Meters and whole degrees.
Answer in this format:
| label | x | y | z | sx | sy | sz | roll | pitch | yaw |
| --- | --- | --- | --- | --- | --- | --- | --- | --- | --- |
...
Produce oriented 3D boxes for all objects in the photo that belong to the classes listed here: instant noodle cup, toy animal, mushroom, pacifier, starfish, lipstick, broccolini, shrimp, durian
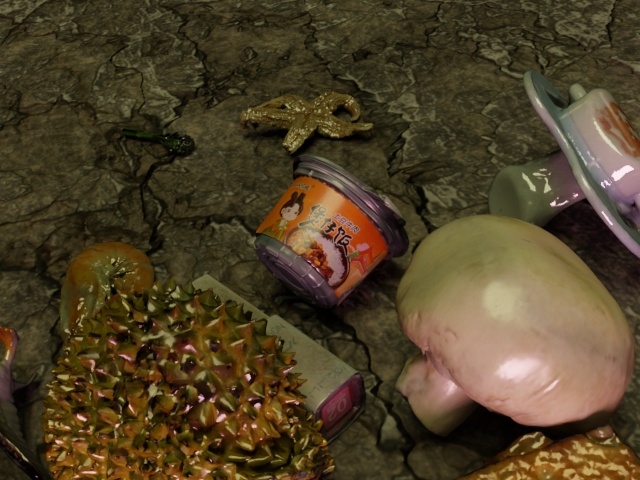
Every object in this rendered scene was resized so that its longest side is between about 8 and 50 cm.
| label | x | y | z | sx | sy | sz | roll | pitch | yaw |
| --- | --- | --- | --- | --- | --- | --- | --- | --- | --- |
| instant noodle cup | 0.000 | 0.000 | 1.031 | 0.177 | 0.208 | 0.125 | 43 | 74 | -4 |
| toy animal | -0.397 | 0.160 | 0.936 | 0.272 | 0.197 | 0.160 | 1 | 42 | 19 |
| mushroom | 0.176 | 0.106 | 0.864 | 0.254 | 0.234 | 0.260 | 43 | 20 | 24 |
| pacifier | 0.301 | -0.069 | 1.054 | 0.207 | 0.227 | 0.279 | -34 | 60 | 24 |
| starfish | -0.018 | -0.189 | 1.302 | 0.210 | 0.053 | 0.150 | 15 | 54 | 23 |
| lipstick | -0.066 | 0.126 | 0.967 | 0.253 | 0.077 | 0.079 | 31 | 56 | 35 |
| broccolini | -0.258 | -0.157 | 1.344 | 0.140 | 0.030 | 0.035 | 11 | 84 | 28 |
| shrimp | -0.274 | 0.073 | 1.090 | 0.115 | 0.051 | 0.217 | -7 | 41 | 2 |
| durian | -0.126 | 0.177 | 0.809 | 0.258 | 0.258 | 0.293 | -34 | 76 | -22 |

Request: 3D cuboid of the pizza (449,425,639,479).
| label | x | y | z | sx | sy | sz | roll | pitch | yaw |
| --- | --- | --- | --- | --- | --- | --- | --- | --- | --- |
| pizza | 0.197 | 0.288 | 0.721 | 0.409 | 0.114 | 0.278 | 7 | 48 | 17 |
